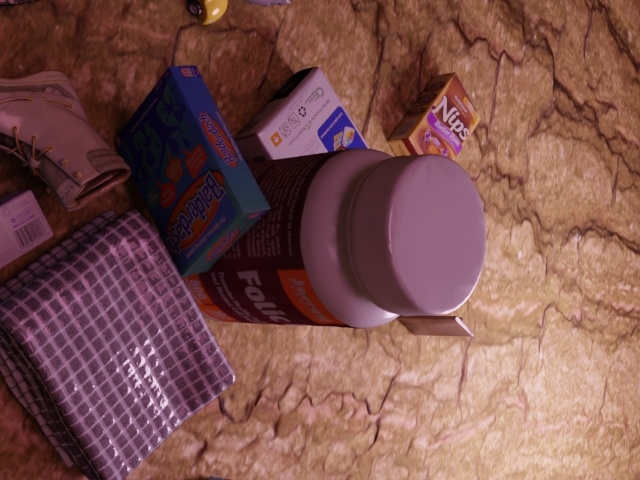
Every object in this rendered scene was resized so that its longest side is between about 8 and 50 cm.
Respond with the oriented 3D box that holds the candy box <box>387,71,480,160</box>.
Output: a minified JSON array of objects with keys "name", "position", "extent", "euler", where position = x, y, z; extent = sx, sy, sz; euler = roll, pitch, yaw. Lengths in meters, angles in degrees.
[{"name":"candy box","position":[0.201,-0.194,1.745],"extent":[0.109,0.053,0.186],"euler":[55,52,-28]}]

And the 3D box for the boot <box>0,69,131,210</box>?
[{"name":"boot","position":[-0.333,-0.103,1.131],"extent":[0.213,0.077,0.165],"euler":[-25,73,-47]}]

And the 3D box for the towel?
[{"name":"towel","position":[-0.252,0.134,1.219],"extent":[0.235,0.121,0.283],"euler":[-44,118,-36]}]

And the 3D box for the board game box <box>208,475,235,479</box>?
[{"name":"board game box","position":[-0.085,0.476,1.354],"extent":[0.142,0.144,0.275],"euler":[24,72,-43]}]

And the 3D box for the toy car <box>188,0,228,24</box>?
[{"name":"toy car","position":[-0.188,-0.441,1.359],"extent":[0.239,0.053,0.225],"euler":[29,68,-41]}]

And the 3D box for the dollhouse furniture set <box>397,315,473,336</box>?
[{"name":"dollhouse furniture set","position":[0.190,0.059,1.669],"extent":[0.144,0.123,0.151],"euler":[42,60,-36]}]

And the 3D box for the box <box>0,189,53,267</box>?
[{"name":"box","position":[-0.437,0.044,1.075],"extent":[0.324,0.063,0.067],"euler":[-39,114,-39]}]

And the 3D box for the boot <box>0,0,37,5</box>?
[{"name":"boot","position":[-0.353,-0.385,1.155],"extent":[0.189,0.076,0.208],"euler":[-43,134,-53]}]

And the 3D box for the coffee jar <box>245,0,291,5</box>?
[{"name":"coffee jar","position":[-0.081,-0.440,1.449],"extent":[0.096,0.079,0.184],"euler":[5,85,-43]}]

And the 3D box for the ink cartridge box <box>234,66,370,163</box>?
[{"name":"ink cartridge box","position":[0.030,-0.066,1.542],"extent":[0.371,0.069,0.176],"euler":[54,52,-22]}]

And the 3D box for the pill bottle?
[{"name":"pill bottle","position":[0.000,0.000,1.287],"extent":[0.224,0.392,0.224],"euler":[3,86,-45]}]

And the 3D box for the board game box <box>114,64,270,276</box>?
[{"name":"board game box","position":[-0.163,-0.084,1.236],"extent":[0.047,0.160,0.210],"euler":[-14,69,-45]}]
